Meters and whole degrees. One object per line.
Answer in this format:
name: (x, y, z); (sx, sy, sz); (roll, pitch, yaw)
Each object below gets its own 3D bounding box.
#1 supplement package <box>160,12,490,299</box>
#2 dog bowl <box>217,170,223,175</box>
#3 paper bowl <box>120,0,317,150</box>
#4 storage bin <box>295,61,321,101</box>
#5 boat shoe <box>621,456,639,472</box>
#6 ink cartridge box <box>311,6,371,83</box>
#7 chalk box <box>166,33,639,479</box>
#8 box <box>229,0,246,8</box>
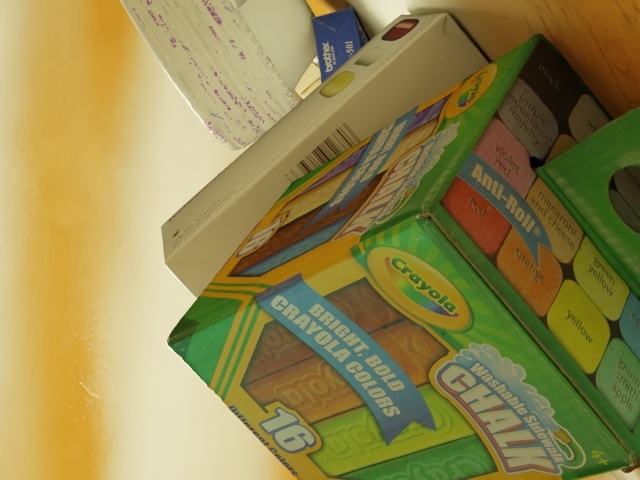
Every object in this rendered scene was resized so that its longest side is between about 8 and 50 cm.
supplement package: (0.042, -0.011, 0.913); (0.204, 0.262, 0.145); (48, 180, -13)
dog bowl: (0.000, 0.000, 1.782); (0.349, 0.102, 0.349); (49, 180, 0)
paper bowl: (-0.103, -0.245, 1.223); (0.284, 0.148, 0.284); (57, -174, -9)
storage bin: (0.053, -0.108, 1.750); (0.260, 0.123, 0.262); (48, -179, -41)
boat shoe: (0.319, 0.176, 1.460); (0.257, 0.095, 0.095); (49, 180, -4)
ink cartridge box: (0.047, -0.141, 1.230); (0.207, 0.046, 0.097); (48, -149, -63)
chalk box: (0.091, 0.024, 0.685); (0.180, 0.179, 0.289); (48, 137, -13)
box: (-0.059, -0.248, 0.918); (0.087, 0.101, 0.102); (49, 180, 3)
